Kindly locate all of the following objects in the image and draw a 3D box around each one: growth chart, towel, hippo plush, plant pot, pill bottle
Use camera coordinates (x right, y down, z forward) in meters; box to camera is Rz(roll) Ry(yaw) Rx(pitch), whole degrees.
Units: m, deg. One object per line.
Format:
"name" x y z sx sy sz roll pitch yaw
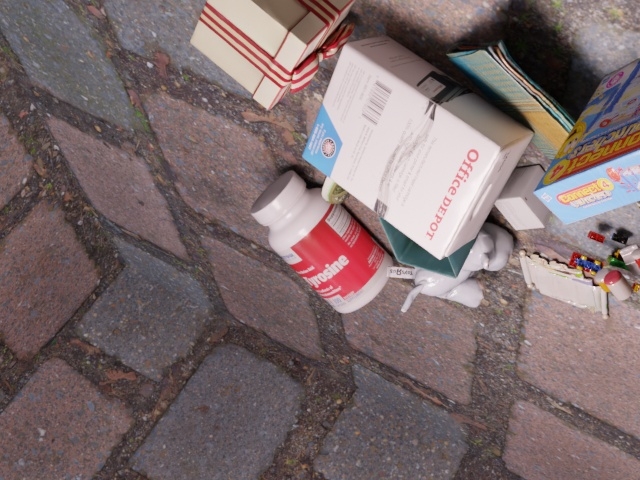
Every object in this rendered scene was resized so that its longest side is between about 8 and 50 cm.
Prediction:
"growth chart" 0.604 0.107 2.181 0.237 0.021 0.172 23 151 27
"towel" 0.409 -0.246 1.683 0.370 0.040 0.271 41 -177 -14
"hippo plush" 0.336 0.019 2.179 0.236 0.294 0.234 -50 49 42
"plant pot" 0.283 -0.066 2.039 0.165 0.234 0.166 17 148 37
"pill bottle" 0.000 0.000 2.528 0.407 0.229 0.229 45 154 -17

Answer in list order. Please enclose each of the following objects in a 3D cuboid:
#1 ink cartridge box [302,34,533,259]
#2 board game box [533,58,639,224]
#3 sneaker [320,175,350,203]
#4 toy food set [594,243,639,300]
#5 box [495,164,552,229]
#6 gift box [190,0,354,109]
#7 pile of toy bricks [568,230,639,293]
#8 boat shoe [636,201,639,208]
"ink cartridge box" 0.191 -0.196 1.815 0.395 0.166 0.286 39 127 21
"board game box" 0.530 -0.192 1.422 0.086 0.302 0.308 42 154 -11
"sneaker" 0.120 -0.176 2.183 0.182 0.158 0.410 27 157 1
"toy food set" 0.654 0.033 1.795 0.232 0.111 0.104 -28 113 34
"box" 0.454 -0.094 1.930 0.102 0.101 0.087 46 153 -23
"gift box" -0.086 -0.448 1.844 0.258 0.255 0.276 39 149 0
"pile of toy bricks" 0.661 0.049 1.942 0.212 0.118 0.105 22 -172 7
"boat shoe" 0.719 -0.052 1.682 0.227 0.081 0.069 10 141 39
